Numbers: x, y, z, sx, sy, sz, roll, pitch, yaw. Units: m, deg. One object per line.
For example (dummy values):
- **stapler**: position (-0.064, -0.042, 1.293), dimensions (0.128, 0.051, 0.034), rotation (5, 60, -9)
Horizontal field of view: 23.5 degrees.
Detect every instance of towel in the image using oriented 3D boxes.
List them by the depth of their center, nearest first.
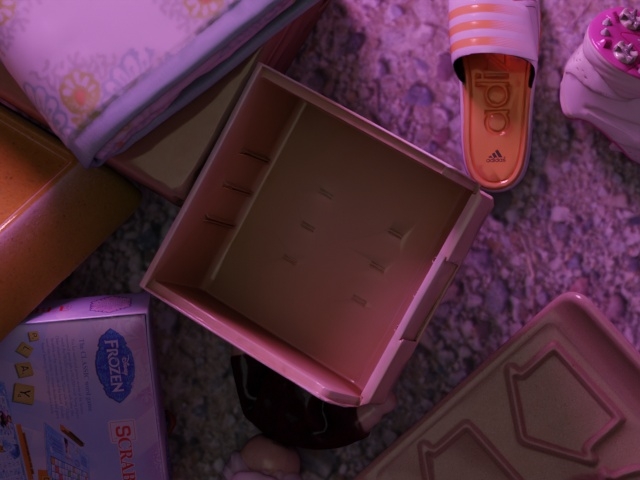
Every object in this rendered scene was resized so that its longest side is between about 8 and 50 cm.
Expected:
- **towel**: position (-0.182, -0.304, 1.546), dimensions (0.374, 0.090, 0.320), rotation (-38, 82, 4)

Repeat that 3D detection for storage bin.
- **storage bin**: position (0.000, 0.000, 1.577), dimensions (0.260, 0.123, 0.262), rotation (30, 95, 23)

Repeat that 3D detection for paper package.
- **paper package**: position (-0.193, -0.241, 1.669), dimensions (0.325, 0.168, 0.309), rotation (31, 92, 7)

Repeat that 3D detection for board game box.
- **board game box**: position (-0.324, 0.223, 1.659), dimensions (0.318, 0.066, 0.318), rotation (-4, 110, -1)

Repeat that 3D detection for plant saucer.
- **plant saucer**: position (-0.413, -0.050, 1.622), dimensions (0.333, 0.081, 0.333), rotation (30, 54, 16)

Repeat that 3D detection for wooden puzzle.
- **wooden puzzle**: position (0.253, 0.277, 1.654), dimensions (0.348, 0.080, 0.322), rotation (-43, 84, 10)

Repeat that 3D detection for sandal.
- **sandal**: position (0.192, -0.186, 1.662), dimensions (0.102, 0.076, 0.265), rotation (-4, 89, 7)

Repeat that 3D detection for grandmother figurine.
- **grandmother figurine**: position (-0.011, 0.148, 1.681), dimensions (0.208, 0.104, 0.342), rotation (27, 96, 31)

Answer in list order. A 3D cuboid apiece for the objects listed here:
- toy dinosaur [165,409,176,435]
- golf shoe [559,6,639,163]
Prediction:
- **toy dinosaur**: position (-0.193, 0.232, 1.739), dimensions (0.082, 0.047, 0.090), rotation (-28, 119, -2)
- **golf shoe**: position (0.392, -0.123, 1.629), dimensions (0.306, 0.140, 0.115), rotation (33, 49, -2)
